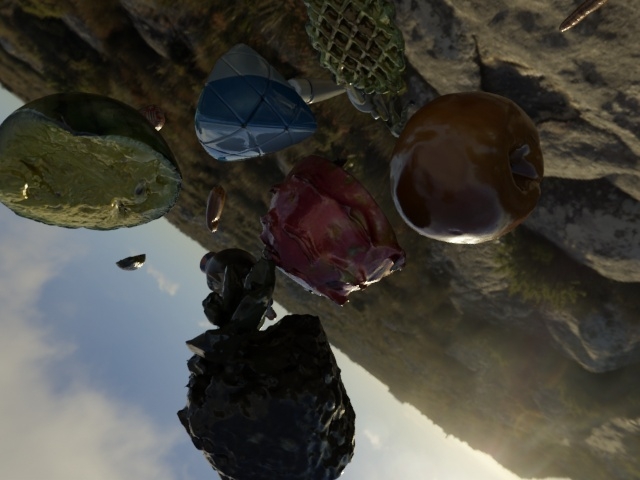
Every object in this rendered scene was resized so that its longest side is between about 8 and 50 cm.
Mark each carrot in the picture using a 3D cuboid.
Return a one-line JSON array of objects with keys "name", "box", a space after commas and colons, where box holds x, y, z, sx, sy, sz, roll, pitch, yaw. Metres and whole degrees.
[{"name": "carrot", "box": [0.702, -0.611, 1.165, 0.043, 0.043, 0.248, 39, 167, -4]}]

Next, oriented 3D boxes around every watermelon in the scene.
[{"name": "watermelon", "box": [-0.429, -0.164, 0.868, 0.331, 0.330, 0.190, 65, -165, -70]}]

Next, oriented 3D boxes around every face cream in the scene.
[{"name": "face cream", "box": [0.003, -0.531, 1.618, 0.143, 0.314, 0.089, -7, 99, 42]}]

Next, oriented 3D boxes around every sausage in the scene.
[{"name": "sausage", "box": [-0.352, -0.107, 1.517, 0.054, 0.183, 0.062, 23, -147, 4]}]

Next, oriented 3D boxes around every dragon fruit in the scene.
[{"name": "dragon fruit", "box": [0.000, 0.000, 1.096, 0.386, 0.249, 0.371, 37, 158, 39]}]

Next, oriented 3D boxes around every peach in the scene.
[{"name": "peach", "box": [0.316, -0.162, 1.038, 0.301, 0.343, 0.343, 5, 148, 51]}]

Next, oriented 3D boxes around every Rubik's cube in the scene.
[{"name": "Rubik's cube", "box": [-0.118, -0.277, 0.908, 0.254, 0.254, 0.254, 37, 171, 7]}]

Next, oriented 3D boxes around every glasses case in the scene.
[{"name": "glasses case", "box": [-0.524, -0.309, 1.258, 0.049, 0.194, 0.073, 29, -143, -79]}]

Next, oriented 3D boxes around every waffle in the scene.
[{"name": "waffle", "box": [0.082, -0.488, 1.083, 0.317, 0.073, 0.297, 25, 152, 44]}]

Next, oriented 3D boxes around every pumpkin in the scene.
[{"name": "pumpkin", "box": [-0.388, 0.048, 0.936, 0.083, 0.050, 0.028, 31, -140, -87]}]

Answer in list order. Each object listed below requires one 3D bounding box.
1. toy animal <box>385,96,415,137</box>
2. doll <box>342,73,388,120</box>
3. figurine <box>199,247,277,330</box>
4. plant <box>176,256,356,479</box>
[{"name": "toy animal", "box": [0.291, -0.336, 1.429, 0.216, 0.176, 0.073, 21, -170, -9]}, {"name": "doll", "box": [0.107, -0.483, 1.312, 0.145, 0.103, 0.317, 54, -161, -72]}, {"name": "figurine", "box": [-0.221, 0.114, 1.183, 0.161, 0.158, 0.275, 9, -152, -33]}, {"name": "plant", "box": [-0.087, 0.182, 0.625, 0.215, 0.213, 0.313, -105, -10, -70]}]
